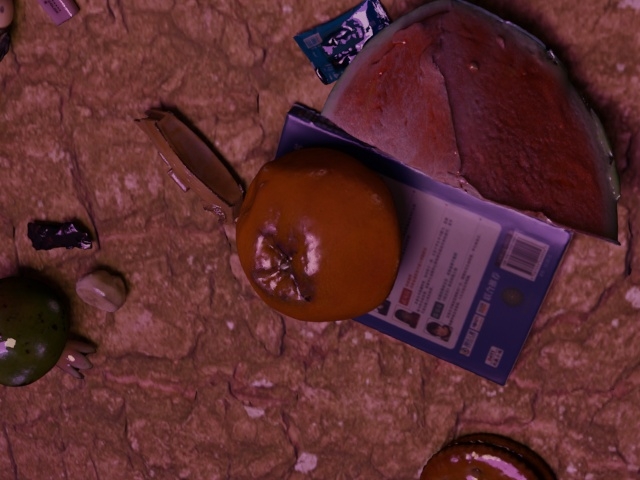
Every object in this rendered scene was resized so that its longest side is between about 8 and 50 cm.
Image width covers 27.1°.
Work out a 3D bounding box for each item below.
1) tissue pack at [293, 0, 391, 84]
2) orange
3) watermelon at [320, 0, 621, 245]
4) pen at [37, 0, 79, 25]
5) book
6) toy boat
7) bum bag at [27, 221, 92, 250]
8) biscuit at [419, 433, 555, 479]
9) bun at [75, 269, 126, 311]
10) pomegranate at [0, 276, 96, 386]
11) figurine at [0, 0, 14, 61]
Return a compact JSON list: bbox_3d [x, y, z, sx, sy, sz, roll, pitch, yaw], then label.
[{"bbox_3d":[0.037,-0.260,1.755,0.138,0.028,0.085,-23,109,31],"label":"tissue pack"},{"bbox_3d":[0.000,0.000,1.790,0.249,0.183,0.249,13,125,19],"label":"orange"},{"bbox_3d":[0.215,-0.162,1.642,0.292,0.319,0.222,14,102,-31],"label":"watermelon"},{"bbox_3d":[-0.413,-0.395,1.872,0.053,0.032,0.197,-23,110,35],"label":"pen"},{"bbox_3d":[0.114,0.012,1.887,0.428,0.039,0.300,24,128,9],"label":"book"},{"bbox_3d":[-0.190,-0.109,1.940,0.206,0.064,0.072,49,145,-9],"label":"toy boat"},{"bbox_3d":[-0.422,-0.007,2.127,0.124,0.034,0.058,-2,129,27],"label":"bum bag"},{"bbox_3d":[0.261,0.396,2.056,0.221,0.066,0.220,13,123,20],"label":"biscuit"},{"bbox_3d":[-0.349,0.076,2.135,0.086,0.054,0.086,22,155,11],"label":"bun"},{"bbox_3d":[-0.476,0.160,2.188,0.225,0.187,0.187,30,136,-34],"label":"pomegranate"},{"bbox_3d":[-0.615,-0.266,1.951,0.306,0.241,0.411,23,113,-23],"label":"figurine"}]
